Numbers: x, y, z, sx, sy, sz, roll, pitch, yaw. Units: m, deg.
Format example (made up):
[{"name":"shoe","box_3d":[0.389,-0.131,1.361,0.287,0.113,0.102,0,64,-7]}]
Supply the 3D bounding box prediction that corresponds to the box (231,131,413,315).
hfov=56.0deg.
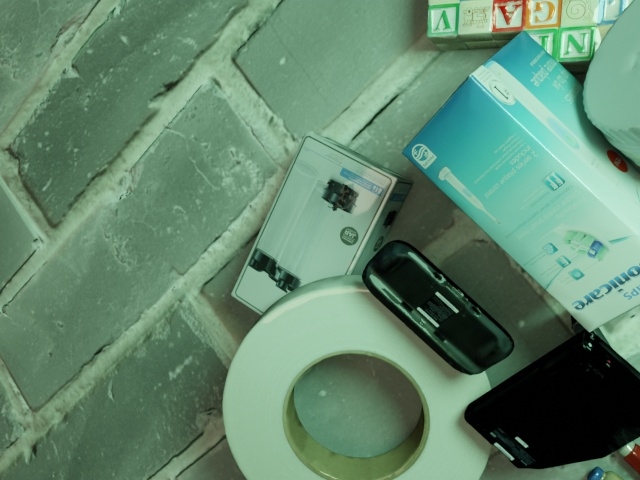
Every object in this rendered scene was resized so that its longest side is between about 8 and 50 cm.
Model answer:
[{"name":"box","box_3d":[0.000,0.000,0.934,0.169,0.087,0.290,31,104,18]}]

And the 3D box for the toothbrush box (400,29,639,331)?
[{"name":"toothbrush box","box_3d":[0.274,-0.079,0.703,0.295,0.216,0.126,46,133,3]}]

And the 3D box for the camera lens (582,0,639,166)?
[{"name":"camera lens","box_3d":[0.448,-0.139,0.620,0.274,0.219,0.219,25,105,-17]}]

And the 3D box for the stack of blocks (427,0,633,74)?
[{"name":"stack of blocks","box_3d":[0.297,-0.310,0.791,0.297,0.087,0.171,4,95,23]}]

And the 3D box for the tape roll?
[{"name":"tape roll","box_3d":[0.052,0.245,0.874,0.392,0.072,0.392,1,101,6]}]

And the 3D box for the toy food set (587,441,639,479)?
[{"name":"toy food set","box_3d":[0.413,0.310,0.754,0.104,0.111,0.232,40,138,16]}]

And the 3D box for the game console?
[{"name":"game console","box_3d":[0.208,0.131,0.733,0.361,0.044,0.213,42,133,4]}]

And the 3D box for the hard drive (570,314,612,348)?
[{"name":"hard drive","box_3d":[0.352,0.133,0.766,0.022,0.135,0.094,-33,81,20]}]
